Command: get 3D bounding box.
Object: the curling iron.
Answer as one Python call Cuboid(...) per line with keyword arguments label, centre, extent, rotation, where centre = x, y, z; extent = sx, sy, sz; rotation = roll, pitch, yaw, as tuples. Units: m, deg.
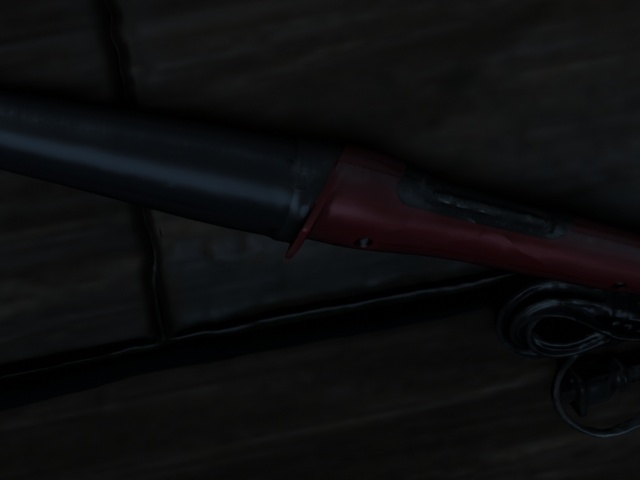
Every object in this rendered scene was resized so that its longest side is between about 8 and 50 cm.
Cuboid(label="curling iron", centre=(0.000, 0.000, 0.567), extent=(0.274, 0.035, 0.068), rotation=(17, 116, -21))
